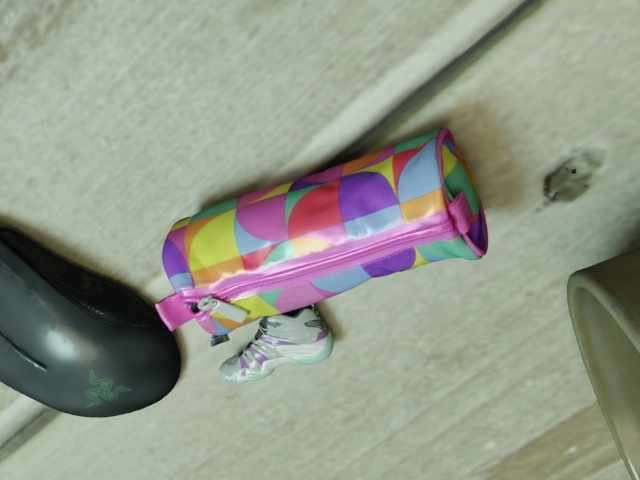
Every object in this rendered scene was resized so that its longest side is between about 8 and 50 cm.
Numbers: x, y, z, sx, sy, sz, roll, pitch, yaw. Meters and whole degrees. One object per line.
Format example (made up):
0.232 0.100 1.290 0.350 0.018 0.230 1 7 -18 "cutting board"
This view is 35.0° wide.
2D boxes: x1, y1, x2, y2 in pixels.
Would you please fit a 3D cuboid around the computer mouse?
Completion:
-0.249 0.072 0.833 0.272 0.072 0.188 25 117 -1 "computer mouse"

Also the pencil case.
0.000 0.000 0.732 0.236 0.104 0.104 -20 110 18 "pencil case"

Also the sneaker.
-0.044 0.071 0.813 0.098 0.038 0.069 -19 109 9 "sneaker"

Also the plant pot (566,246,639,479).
0.347 0.110 0.623 0.280 0.323 0.323 -25 109 4 "plant pot"
